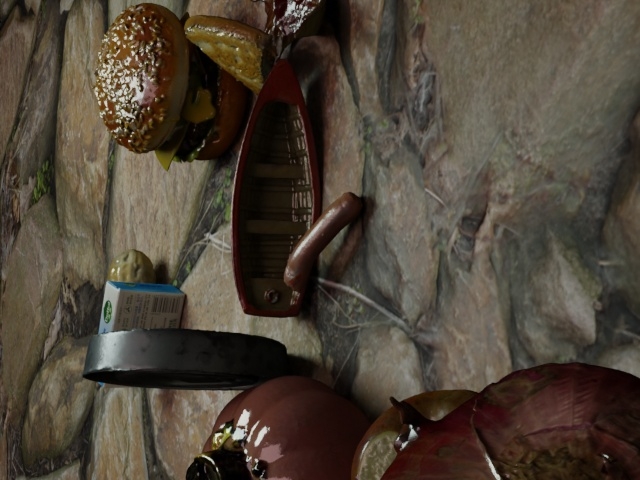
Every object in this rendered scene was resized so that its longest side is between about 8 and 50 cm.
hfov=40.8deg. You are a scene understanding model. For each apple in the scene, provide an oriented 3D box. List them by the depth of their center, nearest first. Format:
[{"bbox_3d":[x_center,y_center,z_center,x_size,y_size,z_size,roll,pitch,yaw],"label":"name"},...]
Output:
[{"bbox_3d":[0.131,0.254,0.939,0.195,0.160,0.173,-15,93,11],"label":"apple"}]

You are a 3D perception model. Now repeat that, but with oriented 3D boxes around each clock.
[{"bbox_3d":[-0.201,0.186,1.303,0.313,0.313,0.061,-19,65,53],"label":"clock"}]

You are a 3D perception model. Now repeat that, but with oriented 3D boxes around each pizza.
[{"bbox_3d":[-0.114,-0.294,1.385,0.188,0.199,0.062,25,74,33],"label":"pizza"}]

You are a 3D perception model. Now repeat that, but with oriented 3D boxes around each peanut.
[{"bbox_3d":[-0.385,0.148,1.749,0.101,0.117,0.263,3,91,15],"label":"peanut"}]

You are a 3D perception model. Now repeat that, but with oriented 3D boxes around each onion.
[{"bbox_3d":[0.197,0.254,0.698,0.354,0.354,0.353,-11,76,54],"label":"onion"}]

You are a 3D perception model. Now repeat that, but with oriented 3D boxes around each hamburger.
[{"bbox_3d":[-0.280,-0.281,1.556,0.291,0.225,0.291,-5,84,53],"label":"hamburger"}]

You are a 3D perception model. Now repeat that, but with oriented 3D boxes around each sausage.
[{"bbox_3d":[0.000,0.001,1.251,0.176,0.047,0.040,-52,21,22],"label":"sausage"}]

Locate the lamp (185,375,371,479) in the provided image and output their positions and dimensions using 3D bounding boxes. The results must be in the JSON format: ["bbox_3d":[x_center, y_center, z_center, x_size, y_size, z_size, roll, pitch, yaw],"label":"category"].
[{"bbox_3d":[-0.055,0.329,1.128,0.305,0.240,0.305,-13,74,53],"label":"lamp"}]

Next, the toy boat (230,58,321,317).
[{"bbox_3d":[-0.067,-0.078,1.327,0.079,0.136,0.392,136,137,-85],"label":"toy boat"}]

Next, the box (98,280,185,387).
[{"bbox_3d":[-0.352,0.183,1.663,0.073,0.139,0.194,22,103,54],"label":"box"}]

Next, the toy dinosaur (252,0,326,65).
[{"bbox_3d":[-0.085,-0.383,1.390,0.206,0.113,0.327,-55,47,41],"label":"toy dinosaur"}]

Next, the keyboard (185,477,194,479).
[{"bbox_3d":[-0.220,0.464,1.541,0.262,0.016,0.106,-52,46,37],"label":"keyboard"}]
